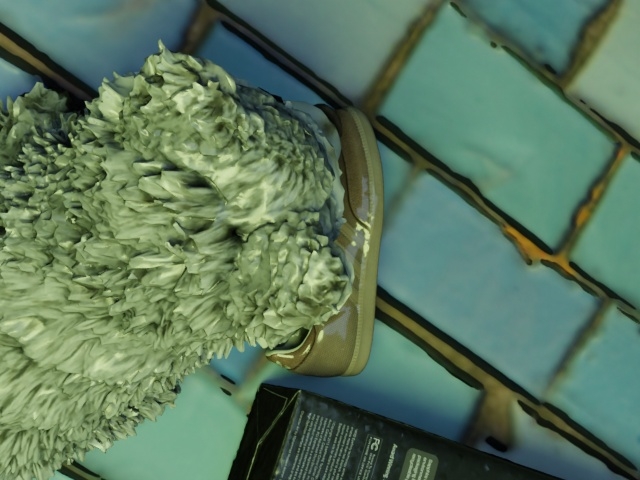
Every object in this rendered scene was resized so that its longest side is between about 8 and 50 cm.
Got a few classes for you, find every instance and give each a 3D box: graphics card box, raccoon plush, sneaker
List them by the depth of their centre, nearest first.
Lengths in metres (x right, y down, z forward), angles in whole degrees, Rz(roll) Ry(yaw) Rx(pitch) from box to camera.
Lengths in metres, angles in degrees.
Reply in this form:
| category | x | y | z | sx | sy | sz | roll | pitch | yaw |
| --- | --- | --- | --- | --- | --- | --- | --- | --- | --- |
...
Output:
| category | x | y | z | sx | sy | sz | roll | pitch | yaw |
| --- | --- | --- | --- | --- | --- | --- | --- | --- | --- |
| raccoon plush | -0.158 | 0.080 | 0.821 | 0.216 | 0.299 | 0.446 | 39 | 76 | -16 |
| sneaker | 0.000 | 0.000 | 1.008 | 0.071 | 0.066 | 0.188 | 1 | 87 | -20 |
| graphics card box | 0.098 | 0.263 | 1.021 | 0.371 | 0.094 | 0.233 | 20 | 82 | -20 |
